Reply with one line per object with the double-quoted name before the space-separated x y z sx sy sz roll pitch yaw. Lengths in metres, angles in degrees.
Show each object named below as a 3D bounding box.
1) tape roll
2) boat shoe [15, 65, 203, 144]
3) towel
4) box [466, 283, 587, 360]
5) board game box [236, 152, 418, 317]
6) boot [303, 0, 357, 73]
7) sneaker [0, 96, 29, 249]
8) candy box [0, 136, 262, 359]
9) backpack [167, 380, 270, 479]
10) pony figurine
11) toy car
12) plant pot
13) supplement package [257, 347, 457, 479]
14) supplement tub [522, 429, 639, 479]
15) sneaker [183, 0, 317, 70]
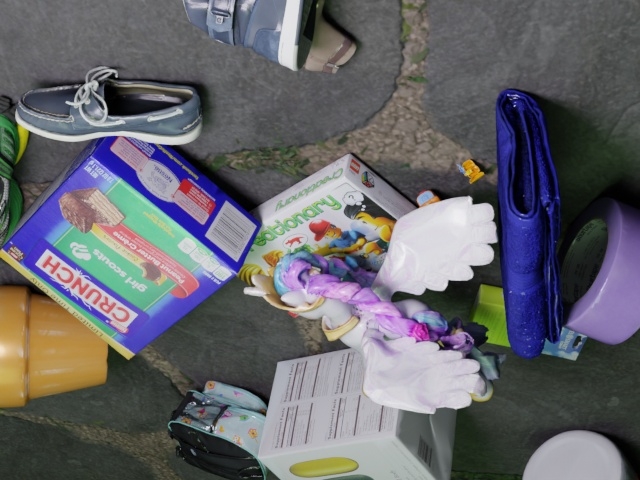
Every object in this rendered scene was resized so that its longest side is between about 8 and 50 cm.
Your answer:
"tape roll" 0.392 0.041 1.670 0.080 0.189 0.189 20 140 -11
"boat shoe" -0.285 -0.181 1.642 0.255 0.095 0.079 8 143 3
"towel" 0.275 -0.017 1.601 0.076 0.227 0.308 -3 140 7
"box" 0.325 0.128 1.908 0.178 0.042 0.109 11 142 0
"board game box" 0.000 0.000 1.825 0.193 0.053 0.305 37 135 -27
"boot" 0.006 -0.257 1.526 0.087 0.042 0.118 20 142 -20
"sneaker" -0.521 -0.060 1.809 0.134 0.146 0.343 16 142 -6
"candy box" -0.288 0.000 1.809 0.268 0.122 0.317 40 135 -14
"backpack" -0.160 0.353 2.215 0.188 0.144 0.166 22 145 25
"pony figurine" 0.114 0.120 1.719 0.351 0.302 0.363 -3 154 32
"toy car" 0.181 -0.074 1.718 0.122 0.060 0.040 -39 76 25
"plant pot" -0.455 0.179 2.061 0.188 0.205 0.205 2 143 -12
"supplement package" 0.068 0.317 2.079 0.263 0.198 0.199 -14 135 28
"supplement tub" 0.506 0.495 2.193 0.194 0.193 0.316 -14 135 28
"sneaker" -0.078 -0.323 1.426 0.163 0.086 0.226 22 125 12
